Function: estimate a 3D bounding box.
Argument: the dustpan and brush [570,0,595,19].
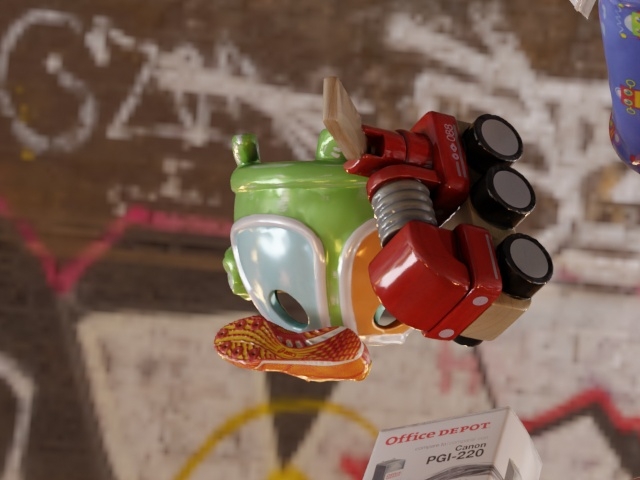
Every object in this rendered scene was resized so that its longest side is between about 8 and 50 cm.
[{"bbox_3d":[0.103,-0.234,1.021,0.060,0.211,0.147,-40,-171,31],"label":"dustpan and brush"}]

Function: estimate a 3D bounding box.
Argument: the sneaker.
[{"bbox_3d":[-0.031,0.121,1.971,0.175,0.064,0.067,8,147,26],"label":"sneaker"}]

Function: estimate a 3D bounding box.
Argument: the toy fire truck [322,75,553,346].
[{"bbox_3d":[0.081,-0.038,1.753,0.246,0.217,0.158,12,141,-28],"label":"toy fire truck"}]

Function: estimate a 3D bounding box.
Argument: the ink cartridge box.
[{"bbox_3d":[0.117,0.277,1.888,0.158,0.092,0.218,-14,-150,28],"label":"ink cartridge box"}]

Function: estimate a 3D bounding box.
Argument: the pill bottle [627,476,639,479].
[{"bbox_3d":[0.161,0.215,1.156,0.216,0.121,0.121,-11,-176,-24],"label":"pill bottle"}]

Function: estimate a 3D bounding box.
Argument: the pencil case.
[{"bbox_3d":[0.315,-0.179,1.728,0.119,0.133,0.306,11,152,18],"label":"pencil case"}]

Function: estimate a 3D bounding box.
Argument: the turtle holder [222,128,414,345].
[{"bbox_3d":[-0.003,0.000,2.074,0.320,0.227,0.243,-1,179,26],"label":"turtle holder"}]
